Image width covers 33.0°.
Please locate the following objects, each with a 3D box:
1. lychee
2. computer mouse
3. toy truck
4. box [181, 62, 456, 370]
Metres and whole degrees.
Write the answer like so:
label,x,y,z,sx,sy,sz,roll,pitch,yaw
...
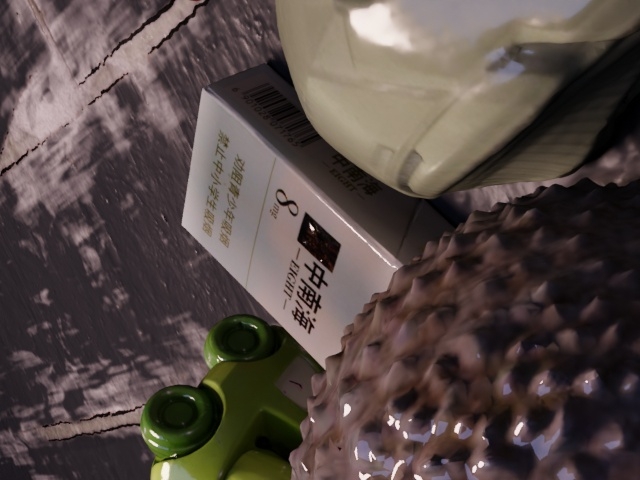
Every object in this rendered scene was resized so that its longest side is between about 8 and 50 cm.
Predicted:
label,x,y,z,sx,sy,sz,roll,pitch,yaw
lychee,0.126,0.106,0.554,0.300,0.300,0.300,30,135,36
computer mouse,0.077,-0.157,0.542,0.228,0.145,0.429,55,144,13
toy truck,-0.043,0.178,0.882,0.210,0.187,0.148,37,144,31
box,0.000,0.000,0.811,0.243,0.067,0.155,44,143,23
